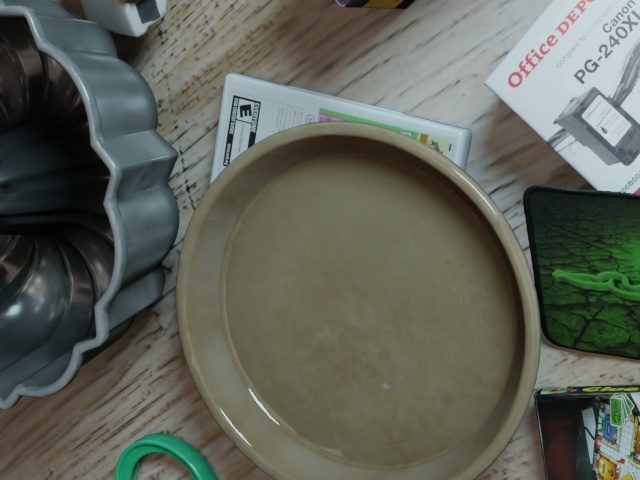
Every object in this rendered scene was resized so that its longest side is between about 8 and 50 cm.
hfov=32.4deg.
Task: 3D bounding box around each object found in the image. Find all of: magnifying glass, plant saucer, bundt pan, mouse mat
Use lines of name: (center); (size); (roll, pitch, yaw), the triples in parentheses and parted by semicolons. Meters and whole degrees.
magnifying glass: (-0.081, 0.252, 0.907); (0.231, 0.026, 0.092); (42, 116, 16)
plant saucer: (0.022, 0.054, 0.774); (0.278, 0.041, 0.277); (5, 101, 26)
bundt pan: (-0.241, -0.043, 0.865); (0.331, 0.124, 0.330); (8, 106, 30)
mouse mat: (0.220, 0.030, 0.664); (0.190, 0.007, 0.152); (7, 138, 25)

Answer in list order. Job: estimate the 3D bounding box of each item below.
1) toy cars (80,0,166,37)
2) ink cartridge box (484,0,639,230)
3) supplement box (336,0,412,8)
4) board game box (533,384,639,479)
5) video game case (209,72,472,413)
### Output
toy cars: (-0.214, -0.333, 0.818); (0.393, 0.087, 0.176); (54, 153, 7)
ink cartridge box: (0.192, -0.089, 0.670); (0.150, 0.063, 0.109); (45, 118, 11)
supplement box: (0.076, -0.233, 0.678); (0.188, 0.104, 0.080); (-40, 81, 29)
board game box: (0.227, 0.223, 0.736); (0.136, 0.030, 0.259); (-5, 98, 26)
video game case: (0.000, 0.000, 0.812); (0.193, 0.023, 0.212); (17, 107, 24)
